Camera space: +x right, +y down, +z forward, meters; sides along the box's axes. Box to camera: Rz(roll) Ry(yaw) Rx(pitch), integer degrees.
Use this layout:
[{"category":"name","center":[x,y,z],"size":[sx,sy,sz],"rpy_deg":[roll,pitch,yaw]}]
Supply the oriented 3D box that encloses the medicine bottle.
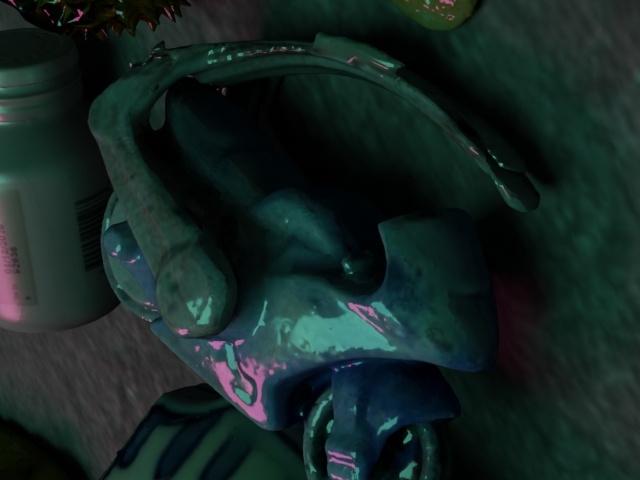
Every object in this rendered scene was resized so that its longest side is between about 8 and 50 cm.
[{"category":"medicine bottle","center":[-0.221,-0.049,1.088],"size":[0.135,0.135,0.215],"rpy_deg":[22,127,40]}]

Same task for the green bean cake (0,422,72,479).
[{"category":"green bean cake","center":[-0.371,0.350,1.448],"size":[0.285,0.202,0.310],"rpy_deg":[16,123,45]}]

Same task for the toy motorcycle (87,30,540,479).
[{"category":"toy motorcycle","center":[-0.015,0.003,0.847],"size":[0.319,0.182,0.241],"rpy_deg":[40,137,28]}]

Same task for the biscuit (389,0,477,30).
[{"category":"biscuit","center":[0.038,-0.179,0.812],"size":[0.147,0.018,0.071],"rpy_deg":[44,141,20]}]

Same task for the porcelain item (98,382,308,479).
[{"category":"porcelain item","center":[-0.042,0.257,0.962],"size":[0.286,0.157,0.281],"rpy_deg":[43,103,23]}]

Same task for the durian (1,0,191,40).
[{"category":"durian","center":[-0.167,-0.202,0.907],"size":[0.193,0.138,0.237],"rpy_deg":[34,151,0]}]
